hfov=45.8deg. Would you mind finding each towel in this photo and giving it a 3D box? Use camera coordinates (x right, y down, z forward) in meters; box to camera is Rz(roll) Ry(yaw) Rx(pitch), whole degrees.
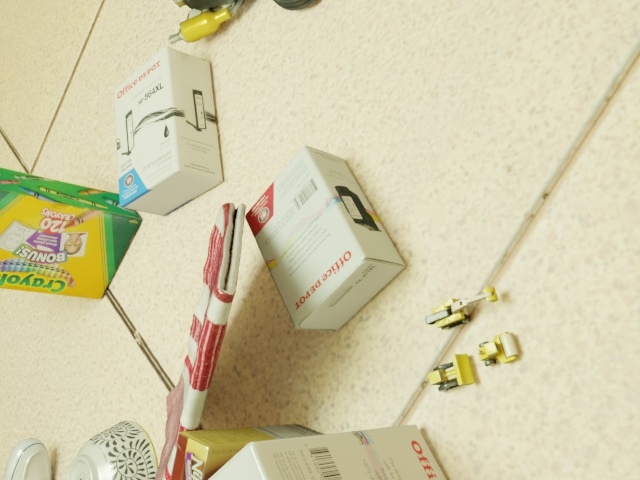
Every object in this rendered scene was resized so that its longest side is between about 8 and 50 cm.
[{"bbox_3d":[-0.146,0.141,0.884,0.237,0.037,0.328,-98,23,-64],"label":"towel"}]

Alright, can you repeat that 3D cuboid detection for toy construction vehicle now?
[{"bbox_3d":[0.140,0.098,0.748,0.098,0.035,0.085,-27,64,38],"label":"toy construction vehicle"}]

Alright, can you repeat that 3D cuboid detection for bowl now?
[{"bbox_3d":[-0.319,0.352,1.108,0.170,0.080,0.170,-10,76,43],"label":"bowl"}]

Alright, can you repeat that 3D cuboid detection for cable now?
[{"bbox_3d":[-0.101,-0.359,1.081,0.287,0.072,0.139,2,65,32],"label":"cable"}]

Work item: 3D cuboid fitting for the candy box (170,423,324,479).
[{"bbox_3d":[-0.078,0.261,0.818,0.053,0.187,0.109,10,88,41],"label":"candy box"}]

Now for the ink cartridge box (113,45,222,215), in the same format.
[{"bbox_3d":[-0.230,-0.159,1.123,0.148,0.086,0.203,-25,65,38],"label":"ink cartridge box"}]

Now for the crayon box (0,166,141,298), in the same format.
[{"bbox_3d":[-0.439,-0.010,1.158,0.081,0.279,0.165,47,114,40],"label":"crayon box"}]

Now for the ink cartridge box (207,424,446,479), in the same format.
[{"bbox_3d":[0.008,0.292,0.698,0.168,0.233,0.171,-48,53,29],"label":"ink cartridge box"}]

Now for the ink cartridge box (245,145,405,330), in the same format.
[{"bbox_3d":[0.000,0.000,0.876,0.127,0.072,0.175,-46,53,28],"label":"ink cartridge box"}]

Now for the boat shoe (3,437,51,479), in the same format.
[{"bbox_3d":[-0.467,0.441,1.245,0.076,0.083,0.226,10,100,33],"label":"boat shoe"}]
